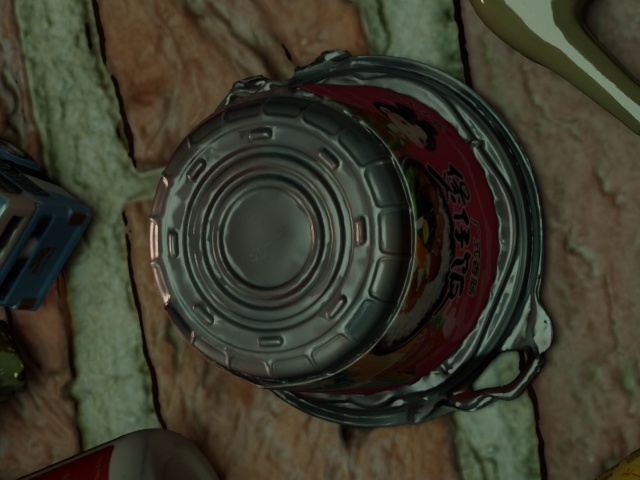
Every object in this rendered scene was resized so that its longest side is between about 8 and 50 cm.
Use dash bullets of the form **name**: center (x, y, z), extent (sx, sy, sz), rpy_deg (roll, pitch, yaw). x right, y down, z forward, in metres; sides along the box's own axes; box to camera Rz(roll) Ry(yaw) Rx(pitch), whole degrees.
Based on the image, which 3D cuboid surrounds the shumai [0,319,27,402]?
- **shumai**: center (-0.268, 0.097, 1.456), extent (0.124, 0.087, 0.099), rpy_deg (25, 135, 59)

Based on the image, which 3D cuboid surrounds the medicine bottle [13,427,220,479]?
- **medicine bottle**: center (-0.192, 0.230, 1.388), extent (0.250, 0.131, 0.131), rpy_deg (-24, 80, 21)

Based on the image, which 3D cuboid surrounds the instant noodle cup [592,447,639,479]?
- **instant noodle cup**: center (0.228, 0.184, 1.207), extent (0.122, 0.151, 0.151), rpy_deg (-46, 73, 9)

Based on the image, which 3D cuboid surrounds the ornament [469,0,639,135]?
- **ornament**: center (0.185, -0.226, 1.273), extent (0.245, 0.061, 0.230), rpy_deg (40, 102, 15)

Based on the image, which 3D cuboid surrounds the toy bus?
- **toy bus**: center (-0.319, -0.065, 1.449), extent (0.297, 0.131, 0.106), rpy_deg (35, 102, 19)

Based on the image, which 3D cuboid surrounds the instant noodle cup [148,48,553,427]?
- **instant noodle cup**: center (0.000, 0.000, 1.282), extent (0.302, 0.181, 0.258), rpy_deg (29, 101, 21)
